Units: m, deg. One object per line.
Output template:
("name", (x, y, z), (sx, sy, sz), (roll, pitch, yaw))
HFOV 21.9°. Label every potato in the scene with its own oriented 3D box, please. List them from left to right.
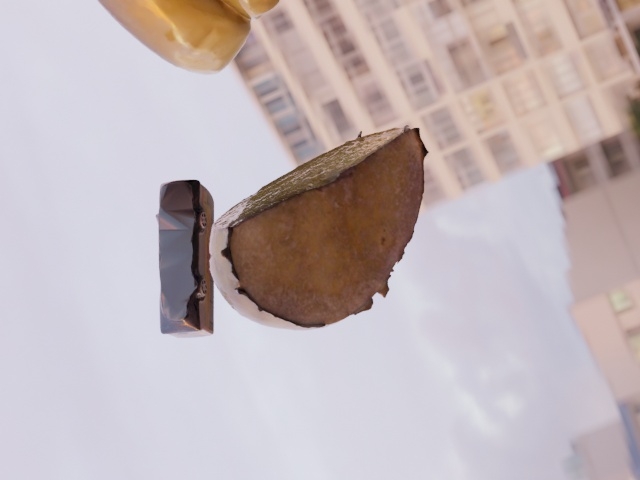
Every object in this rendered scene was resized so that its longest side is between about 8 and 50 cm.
("potato", (0.000, 0.000, 1.537), (0.098, 0.243, 0.138), (1, 117, 58))

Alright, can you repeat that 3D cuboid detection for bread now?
("bread", (-0.189, -0.403, 2.017), (0.424, 0.245, 0.329), (63, -174, 28))

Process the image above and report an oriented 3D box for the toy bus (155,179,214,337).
("toy bus", (-0.148, 0.022, 1.837), (0.072, 0.057, 0.172), (40, -133, -68))
